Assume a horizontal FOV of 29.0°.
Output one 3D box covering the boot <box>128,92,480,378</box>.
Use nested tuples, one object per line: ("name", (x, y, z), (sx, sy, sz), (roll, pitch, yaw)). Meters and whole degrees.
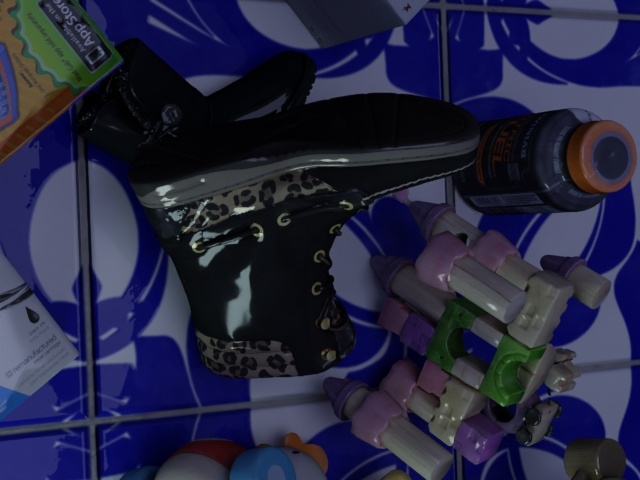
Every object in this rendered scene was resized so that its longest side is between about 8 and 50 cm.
("boot", (0.000, 0.000, 1.385), (0.377, 0.138, 0.284), (-11, 121, 0))

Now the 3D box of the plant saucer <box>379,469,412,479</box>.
("plant saucer", (0.048, 0.503, 1.532), (0.333, 0.081, 0.333), (-39, 107, -22))

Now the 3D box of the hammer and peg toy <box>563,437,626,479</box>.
("hammer and peg toy", (0.335, 0.445, 1.581), (0.266, 0.127, 0.361), (-29, 101, -30))

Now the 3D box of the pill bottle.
("pill bottle", (0.286, -0.099, 1.566), (0.130, 0.246, 0.130), (0, 89, -28))

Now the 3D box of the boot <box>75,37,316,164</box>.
("boot", (-0.142, -0.170, 1.428), (0.207, 0.094, 0.246), (39, 79, -26))

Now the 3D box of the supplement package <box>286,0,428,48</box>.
("supplement package", (0.039, -0.358, 1.463), (0.149, 0.203, 0.194), (-47, 110, -20))

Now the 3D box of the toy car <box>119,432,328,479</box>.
("toy car", (-0.069, 0.291, 1.437), (0.238, 0.219, 0.210), (-39, 108, -53))

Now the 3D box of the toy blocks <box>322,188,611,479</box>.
("toy blocks", (0.159, 0.100, 1.540), (0.309, 0.260, 0.288), (-6, 123, -51))

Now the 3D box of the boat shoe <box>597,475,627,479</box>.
("boat shoe", (0.321, 0.408, 1.445), (0.104, 0.089, 0.285), (35, 70, -25))

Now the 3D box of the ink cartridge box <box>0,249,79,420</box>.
("ink cartridge box", (-0.380, 0.086, 1.307), (0.148, 0.086, 0.203), (-42, 108, -21))

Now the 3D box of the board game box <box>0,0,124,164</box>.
("board game box", (-0.467, -0.172, 1.111), (0.356, 0.356, 0.356), (-44, 109, -21))
